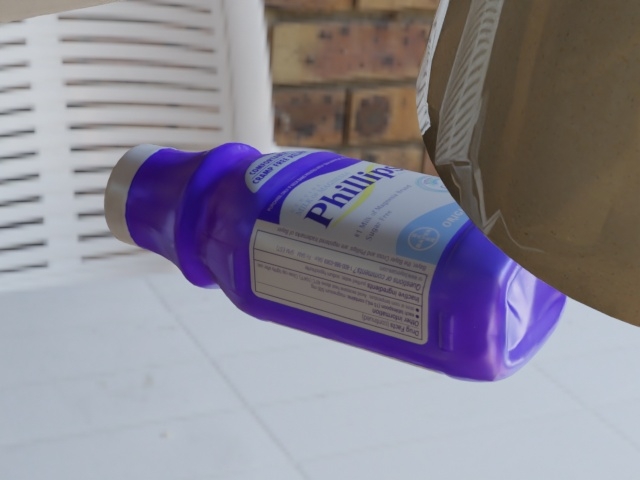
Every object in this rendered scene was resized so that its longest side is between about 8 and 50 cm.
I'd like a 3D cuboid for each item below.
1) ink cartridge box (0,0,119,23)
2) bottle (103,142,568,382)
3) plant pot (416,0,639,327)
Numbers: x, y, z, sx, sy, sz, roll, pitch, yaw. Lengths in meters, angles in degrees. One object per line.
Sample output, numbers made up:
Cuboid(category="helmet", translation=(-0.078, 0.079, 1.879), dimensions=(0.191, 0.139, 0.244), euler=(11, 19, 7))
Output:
Cuboid(category="ink cartridge box", translation=(-0.100, -0.205, 0.401), dimensions=(0.211, 0.121, 0.289), euler=(-7, 54, 24))
Cuboid(category="bottle", translation=(0.000, 0.000, 0.811), dimensions=(0.283, 0.092, 0.118), euler=(15, 31, 31))
Cuboid(category="plant pot", translation=(0.173, -0.143, 0.503), dimensions=(0.257, 0.274, 0.256), euler=(1, 49, -1))
